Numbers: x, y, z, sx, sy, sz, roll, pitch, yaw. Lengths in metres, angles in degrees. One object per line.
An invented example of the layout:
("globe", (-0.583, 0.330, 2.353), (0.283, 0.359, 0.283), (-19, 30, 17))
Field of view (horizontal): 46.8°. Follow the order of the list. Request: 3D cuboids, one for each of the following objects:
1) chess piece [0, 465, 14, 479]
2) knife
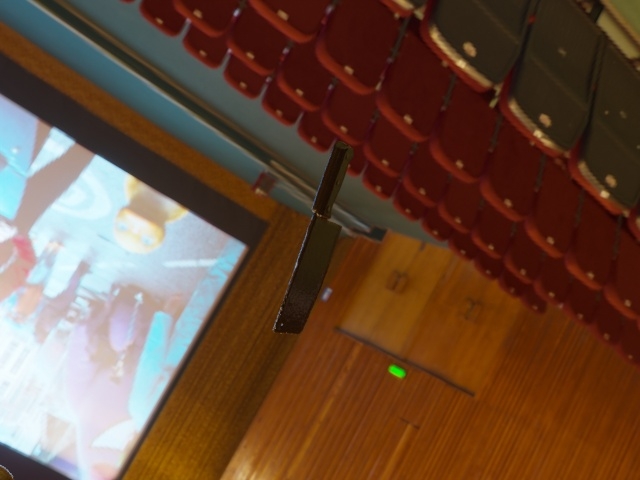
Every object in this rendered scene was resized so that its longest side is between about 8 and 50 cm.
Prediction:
("chess piece", (-0.346, 0.271, 0.714), (0.307, 0.124, 0.138), (35, 139, 17))
("knife", (0.000, 0.000, 0.914), (0.019, 0.245, 0.072), (21, -177, 32))
